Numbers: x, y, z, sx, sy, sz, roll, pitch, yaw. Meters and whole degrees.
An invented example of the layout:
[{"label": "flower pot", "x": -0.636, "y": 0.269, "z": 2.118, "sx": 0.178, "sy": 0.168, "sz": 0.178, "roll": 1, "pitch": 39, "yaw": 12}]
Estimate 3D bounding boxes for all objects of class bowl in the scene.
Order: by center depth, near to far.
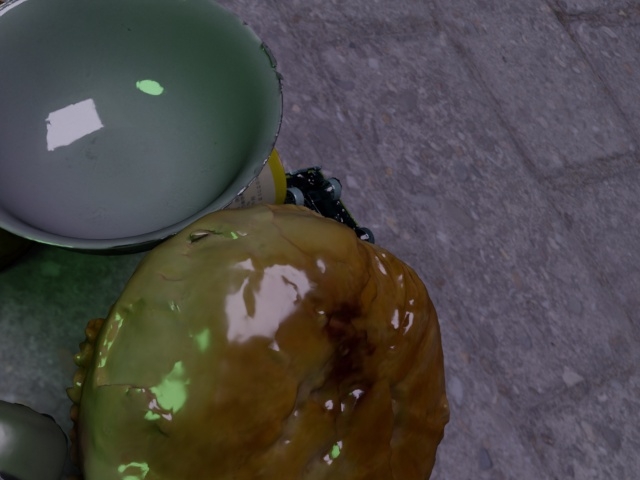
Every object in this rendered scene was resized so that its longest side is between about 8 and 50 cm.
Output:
[{"label": "bowl", "x": -0.213, "y": -0.101, "z": 1.044, "sx": 0.345, "sy": 0.157, "sz": 0.346, "roll": 2, "pitch": 58, "yaw": -4}]

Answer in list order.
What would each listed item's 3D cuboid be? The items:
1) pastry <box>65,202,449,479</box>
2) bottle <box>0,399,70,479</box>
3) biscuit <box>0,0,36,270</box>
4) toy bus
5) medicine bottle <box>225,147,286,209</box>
[{"label": "pastry", "x": -0.057, "y": 0.159, "z": 0.953, "sx": 0.409, "sy": 0.245, "sz": 0.410, "roll": -11, "pitch": 105, "yaw": -44}, {"label": "bottle", "x": -0.319, "y": 0.268, "z": 0.736, "sx": 0.168, "sy": 0.168, "sz": 0.347, "roll": 34, "pitch": 67, "yaw": -10}, {"label": "biscuit", "x": -0.393, "y": -0.127, "z": 1.102, "sx": 0.350, "sy": 0.070, "sz": 0.394, "roll": 20, "pitch": 50, "yaw": -22}, {"label": "toy bus", "x": 0.000, "y": 0.000, "z": 1.264, "sx": 0.088, "sy": 0.101, "sz": 0.175, "roll": -15, "pitch": 64, "yaw": -43}, {"label": "medicine bottle", "x": -0.155, "y": -0.052, "z": 1.180, "sx": 0.212, "sy": 0.122, "sz": 0.122, "roll": -25, "pitch": 75, "yaw": -33}]
